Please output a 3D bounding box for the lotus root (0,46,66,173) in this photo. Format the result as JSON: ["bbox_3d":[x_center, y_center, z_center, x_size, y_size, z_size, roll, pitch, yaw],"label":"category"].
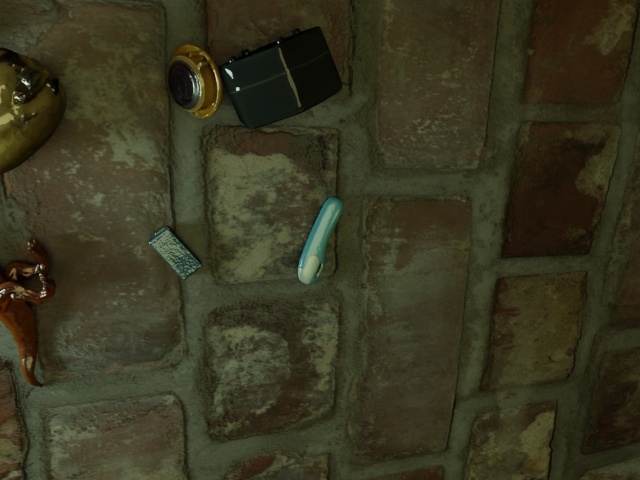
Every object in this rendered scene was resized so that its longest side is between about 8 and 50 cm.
[{"bbox_3d":[-0.598,-0.203,0.954,0.310,0.183,0.183,-44,115,1],"label":"lotus root"}]

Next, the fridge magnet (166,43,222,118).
[{"bbox_3d":[-0.251,-0.311,1.062,0.063,0.143,0.143,-34,120,-47],"label":"fridge magnet"}]

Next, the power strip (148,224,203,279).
[{"bbox_3d":[-0.321,0.026,1.192,0.056,0.032,0.123,-39,114,-5],"label":"power strip"}]

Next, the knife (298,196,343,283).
[{"bbox_3d":[0.000,0.000,1.297,0.064,0.031,0.222,20,95,-19],"label":"knife"}]

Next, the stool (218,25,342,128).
[{"bbox_3d":[-0.081,-0.322,1.061,0.232,0.232,0.141,-26,112,-10],"label":"stool"}]

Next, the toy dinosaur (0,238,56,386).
[{"bbox_3d":[-0.617,0.112,1.083,0.208,0.097,0.433,-25,110,4],"label":"toy dinosaur"}]
